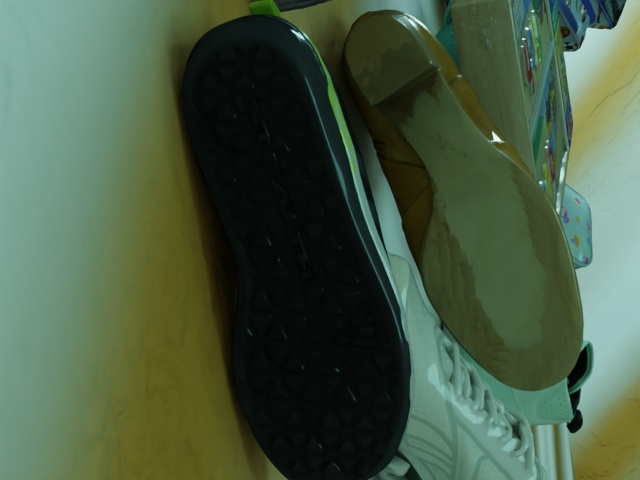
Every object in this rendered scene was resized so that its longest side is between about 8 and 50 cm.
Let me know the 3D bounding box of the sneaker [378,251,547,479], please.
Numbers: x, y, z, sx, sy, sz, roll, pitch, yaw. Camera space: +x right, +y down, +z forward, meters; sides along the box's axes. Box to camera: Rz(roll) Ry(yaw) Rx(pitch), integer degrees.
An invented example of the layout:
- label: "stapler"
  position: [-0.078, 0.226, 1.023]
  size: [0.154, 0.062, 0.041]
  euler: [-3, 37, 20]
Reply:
- label: "sneaker"
  position: [0.087, 0.126, 0.736]
  size: [0.110, 0.118, 0.292]
  euler: [-73, 151, -53]

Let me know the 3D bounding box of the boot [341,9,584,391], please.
- label: "boot"
  position: [0.109, -0.043, 0.819]
  size: [0.295, 0.104, 0.211]
  euler: [63, 11, -1]

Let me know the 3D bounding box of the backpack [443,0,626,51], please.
- label: "backpack"
  position: [0.269, -0.388, 1.434]
  size: [0.263, 0.276, 0.213]
  euler: [53, 55, -46]

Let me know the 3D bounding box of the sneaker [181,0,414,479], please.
- label: "sneaker"
  position: [0.000, 0.000, 0.522]
  size: [0.097, 0.084, 0.234]
  euler: [-44, 125, -73]

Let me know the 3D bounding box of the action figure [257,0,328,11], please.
- label: "action figure"
  position: [-0.025, -0.269, 0.548]
  size: [0.185, 0.099, 0.285]
  euler: [-66, 143, -50]

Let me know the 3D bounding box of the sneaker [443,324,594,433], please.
- label: "sneaker"
  position: [0.203, 0.116, 1.109]
  size: [0.256, 0.151, 0.094]
  euler: [-73, 150, -60]

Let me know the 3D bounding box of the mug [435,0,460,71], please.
- label: "mug"
  position: [0.180, -0.209, 1.278]
  size: [0.129, 0.097, 0.157]
  euler: [51, 34, -63]

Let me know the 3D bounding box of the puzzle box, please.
- label: "puzzle box"
  position: [0.204, -0.161, 1.086]
  size: [0.409, 0.052, 0.272]
  euler: [-62, 143, -59]

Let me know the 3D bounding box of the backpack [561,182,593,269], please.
- label: "backpack"
  position: [0.282, 0.002, 1.459]
  size: [0.166, 0.144, 0.188]
  euler: [32, 57, -39]
